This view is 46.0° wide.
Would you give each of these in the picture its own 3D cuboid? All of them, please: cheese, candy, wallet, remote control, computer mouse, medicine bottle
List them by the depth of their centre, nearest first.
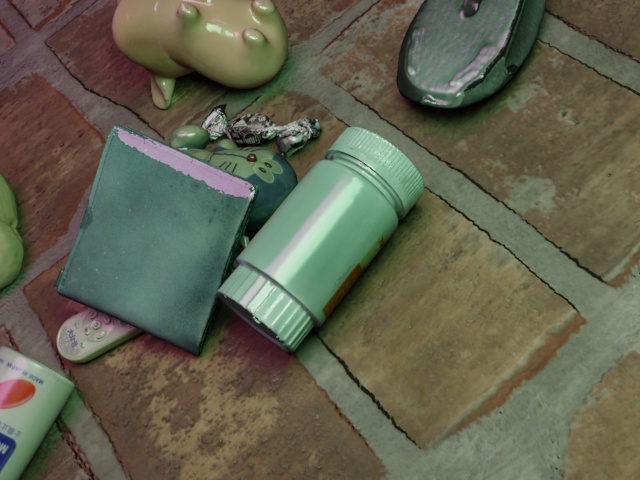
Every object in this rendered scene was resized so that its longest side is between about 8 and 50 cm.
[{"bbox_3d":[-0.505,0.330,1.091,0.130,0.130,0.341,18,67,27],"label":"medicine bottle"},{"bbox_3d":[0.000,0.000,1.102,0.158,0.158,0.318,30,73,31],"label":"medicine bottle"},{"bbox_3d":[-0.246,0.003,1.119,0.251,0.054,0.290,22,106,8],"label":"wallet"},{"bbox_3d":[-0.319,0.124,1.206,0.221,0.042,0.078,-28,62,1],"label":"remote control"},{"bbox_3d":[0.262,-0.359,1.259,0.203,0.114,0.374,24,78,27],"label":"computer mouse"},{"bbox_3d":[-0.109,-0.196,1.328,0.226,0.051,0.094,9,53,21],"label":"candy"},{"bbox_3d":[-0.639,-0.030,1.356,0.173,0.251,0.248,-35,18,11],"label":"cheese"}]

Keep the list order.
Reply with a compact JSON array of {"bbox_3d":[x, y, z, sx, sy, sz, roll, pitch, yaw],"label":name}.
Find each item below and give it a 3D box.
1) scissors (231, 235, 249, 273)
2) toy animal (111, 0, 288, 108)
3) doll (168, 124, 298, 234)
[{"bbox_3d":[-0.179,0.024,1.212,0.212,0.021,0.110,22,107,39],"label":"scissors"},{"bbox_3d":[-0.220,-0.383,1.385,0.326,0.269,0.237,26,68,-4],"label":"toy animal"},{"bbox_3d":[-0.165,-0.090,1.209,0.258,0.154,0.228,5,31,31],"label":"doll"}]
